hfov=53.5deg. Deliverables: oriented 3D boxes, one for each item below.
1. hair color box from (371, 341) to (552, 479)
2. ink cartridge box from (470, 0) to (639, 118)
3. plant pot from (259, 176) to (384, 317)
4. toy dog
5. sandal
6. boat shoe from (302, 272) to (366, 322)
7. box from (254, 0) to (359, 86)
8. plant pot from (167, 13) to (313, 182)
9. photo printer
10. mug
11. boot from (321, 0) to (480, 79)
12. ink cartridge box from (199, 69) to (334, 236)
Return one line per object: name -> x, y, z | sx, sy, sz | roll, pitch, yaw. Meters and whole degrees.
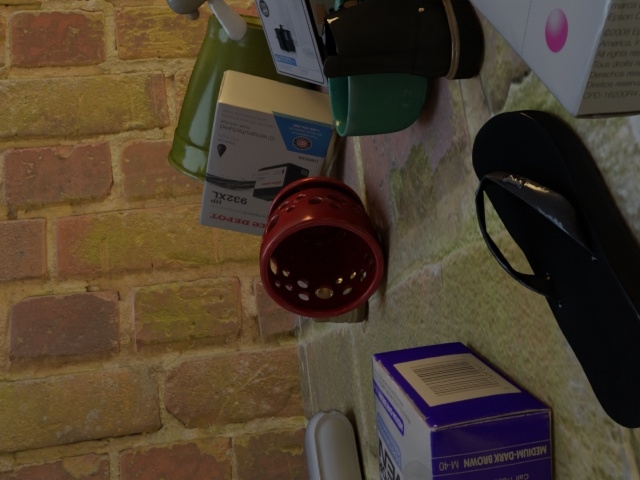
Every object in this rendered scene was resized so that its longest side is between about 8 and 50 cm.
hair color box -> 0.126, 0.286, 0.589 | 0.185, 0.110, 0.338 | -142, 46, -78
ink cartridge box -> 0.126, -0.287, 0.325 | 0.324, 0.072, 0.330 | -104, 10, -48
plant pot -> 0.000, 0.000, 1.025 | 0.174, 0.191, 0.191 | -93, 2, -55
toy dog -> -0.136, -0.518, 1.332 | 0.161, 0.334, 0.220 | 68, -146, -51
sandal -> 0.147, -0.002, 0.410 | 0.254, 0.055, 0.097 | -104, 12, -47
boat shoe -> 0.003, 0.035, 1.266 | 0.341, 0.110, 0.121 | -108, 15, -57
box -> -0.034, -0.380, 0.903 | 0.169, 0.087, 0.290 | 35, 149, 52
plant pot -> -0.164, -0.344, 1.519 | 0.366, 0.367, 0.352 | -111, 29, -62
photo printer -> 0.031, 0.543, 1.439 | 0.256, 0.107, 0.307 | 102, 161, -65
mug -> 0.066, -0.197, 0.702 | 0.129, 0.097, 0.157 | -112, 18, -65
boot -> 0.057, -0.225, 0.601 | 0.076, 0.137, 0.197 | 92, 170, -46
ink cartridge box -> -0.114, -0.159, 1.289 | 0.129, 0.223, 0.307 | -88, 12, -47
